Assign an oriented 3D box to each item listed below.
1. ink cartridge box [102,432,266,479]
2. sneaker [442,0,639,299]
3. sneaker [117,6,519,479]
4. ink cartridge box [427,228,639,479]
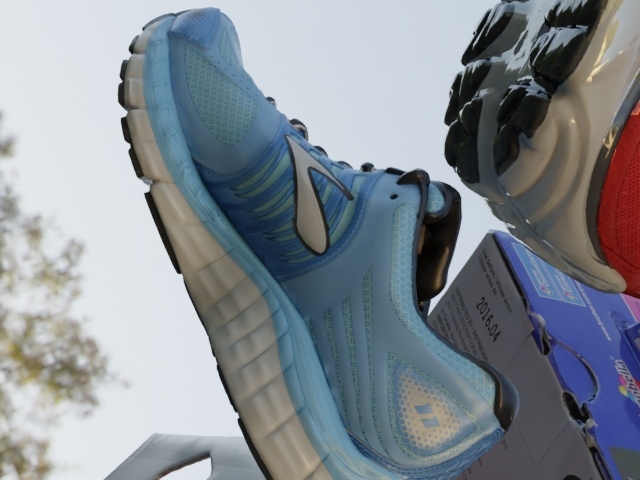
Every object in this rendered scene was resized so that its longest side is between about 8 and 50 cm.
[{"bbox_3d":[-0.122,0.201,0.794,0.060,0.239,0.275,56,-23,-10],"label":"ink cartridge box"},{"bbox_3d":[0.138,-0.098,0.510,0.118,0.279,0.107,37,-23,-18],"label":"sneaker"},{"bbox_3d":[0.000,0.000,0.386,0.063,0.073,0.162,67,-3,-60],"label":"sneaker"},{"bbox_3d":[0.128,0.185,0.904,0.395,0.151,0.270,-59,-151,30],"label":"ink cartridge box"}]
